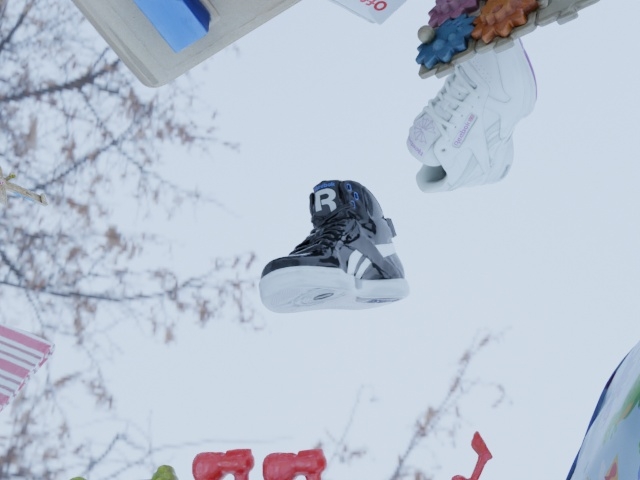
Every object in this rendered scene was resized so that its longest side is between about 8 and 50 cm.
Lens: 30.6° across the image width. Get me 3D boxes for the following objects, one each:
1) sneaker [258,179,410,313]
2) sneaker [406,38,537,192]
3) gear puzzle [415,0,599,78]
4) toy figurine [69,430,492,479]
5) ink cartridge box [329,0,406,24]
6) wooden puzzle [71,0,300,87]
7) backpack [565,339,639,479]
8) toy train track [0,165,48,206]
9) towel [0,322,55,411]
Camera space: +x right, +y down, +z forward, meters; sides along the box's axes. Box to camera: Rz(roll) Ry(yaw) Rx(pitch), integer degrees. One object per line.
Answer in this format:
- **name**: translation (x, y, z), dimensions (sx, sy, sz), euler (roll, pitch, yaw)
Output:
- **sneaker**: translation (0.000, 0.000, 1.067), dimensions (0.079, 0.121, 0.217), euler (-21, -14, 26)
- **sneaker**: translation (0.198, -0.167, 1.565), dimensions (0.152, 0.114, 0.305), euler (-17, -38, -17)
- **gear puzzle**: translation (0.250, -0.297, 1.321), dimensions (0.339, 0.175, 0.044), euler (-20, -56, 34)
- **toy figurine**: translation (-0.088, 0.208, 0.618), dimensions (0.363, 0.191, 0.217), euler (-9, -12, 24)
- **ink cartridge box**: translation (0.089, -0.424, 1.447), dimensions (0.201, 0.117, 0.278), euler (19, -48, -43)
- **wooden puzzle**: translation (-0.157, -0.346, 1.264), dimensions (0.348, 0.080, 0.322), euler (-26, -57, 21)
- **backpack**: translation (0.270, 0.105, 0.601), dimensions (0.273, 0.290, 0.355), euler (14, -28, 18)
- **toy train track**: translation (-0.288, -0.052, 1.112), dimensions (0.014, 0.048, 0.083), euler (-31, -31, 21)
- **towel**: translation (-0.427, 0.160, 1.402), dimensions (0.144, 0.197, 0.029), euler (21, -55, 7)
